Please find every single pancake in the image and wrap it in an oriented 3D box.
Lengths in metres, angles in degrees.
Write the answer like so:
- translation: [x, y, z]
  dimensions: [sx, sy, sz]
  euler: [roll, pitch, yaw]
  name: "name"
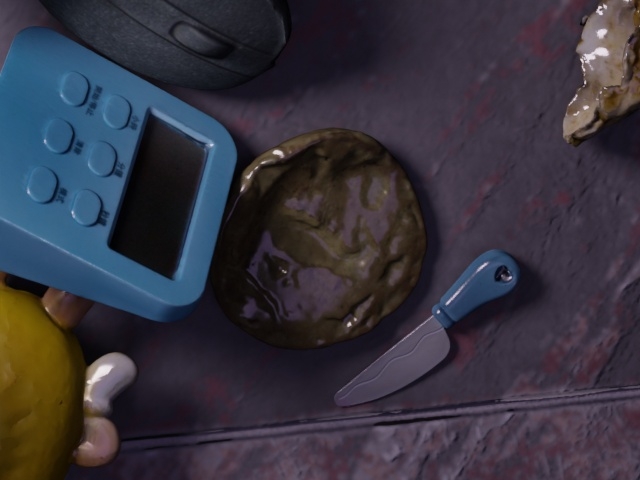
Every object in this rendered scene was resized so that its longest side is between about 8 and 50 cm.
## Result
- translation: [0.000, 0.000, 1.668]
  dimensions: [0.242, 0.050, 0.242]
  euler: [-5, 111, -13]
  name: "pancake"

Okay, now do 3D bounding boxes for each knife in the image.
- translation: [0.117, 0.103, 1.721]
  dimensions: [0.244, 0.032, 0.058]
  euler: [-44, 114, 9]
  name: "knife"

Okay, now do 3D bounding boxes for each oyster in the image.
- translation: [0.343, -0.249, 1.614]
  dimensions: [0.110, 0.166, 0.341]
  euler: [25, 82, -4]
  name: "oyster"

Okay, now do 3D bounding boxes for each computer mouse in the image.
- translation: [-0.187, -0.276, 1.508]
  dimensions: [0.374, 0.114, 0.203]
  euler: [44, 125, -11]
  name: "computer mouse"

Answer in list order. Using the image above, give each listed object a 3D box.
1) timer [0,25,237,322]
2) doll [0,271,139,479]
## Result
- translation: [-0.203, -0.062, 1.532]
  dimensions: [0.250, 0.232, 0.091]
  euler: [20, 142, -14]
  name: "timer"
- translation: [-0.338, 0.110, 1.598]
  dimensions: [0.423, 0.161, 0.348]
  euler: [-40, 88, 2]
  name: "doll"
